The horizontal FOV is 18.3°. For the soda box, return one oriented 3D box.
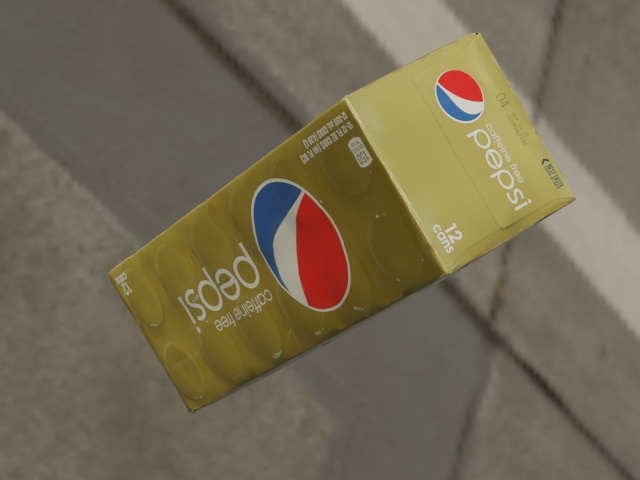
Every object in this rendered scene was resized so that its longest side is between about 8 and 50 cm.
[{"bbox_3d":[0.000,0.000,0.651,0.058,0.181,0.061,-29,88,-33],"label":"soda box"}]
